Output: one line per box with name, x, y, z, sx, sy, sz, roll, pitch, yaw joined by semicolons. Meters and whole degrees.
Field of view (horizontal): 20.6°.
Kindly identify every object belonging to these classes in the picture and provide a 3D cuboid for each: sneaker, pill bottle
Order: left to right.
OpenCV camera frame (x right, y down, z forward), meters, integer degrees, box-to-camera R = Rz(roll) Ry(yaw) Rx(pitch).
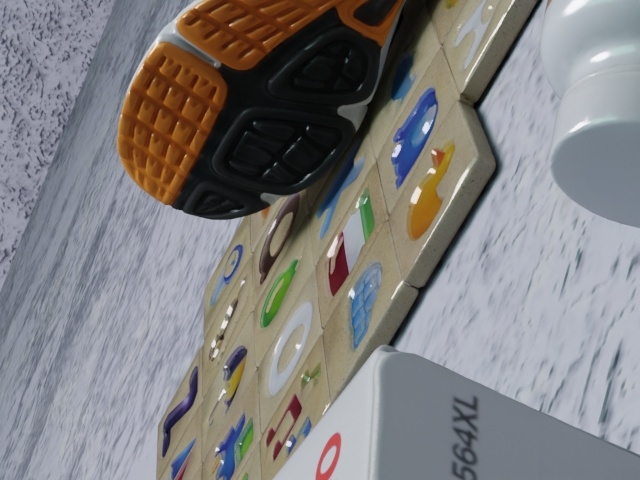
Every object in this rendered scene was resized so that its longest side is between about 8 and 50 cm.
sneaker;0.002;-0.124;0.804;0.262;0.099;0.121;-51;12;23
pill bottle;0.093;-0.066;0.452;0.067;0.067;0.120;-41;29;58

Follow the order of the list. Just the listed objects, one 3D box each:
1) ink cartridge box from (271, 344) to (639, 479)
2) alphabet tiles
ink cartridge box;-0.002;0.148;0.420;0.203;0.086;0.148;-54;20;38
alphabet tiles;0.000;0.000;0.794;0.342;0.011;0.285;-61;15;21
